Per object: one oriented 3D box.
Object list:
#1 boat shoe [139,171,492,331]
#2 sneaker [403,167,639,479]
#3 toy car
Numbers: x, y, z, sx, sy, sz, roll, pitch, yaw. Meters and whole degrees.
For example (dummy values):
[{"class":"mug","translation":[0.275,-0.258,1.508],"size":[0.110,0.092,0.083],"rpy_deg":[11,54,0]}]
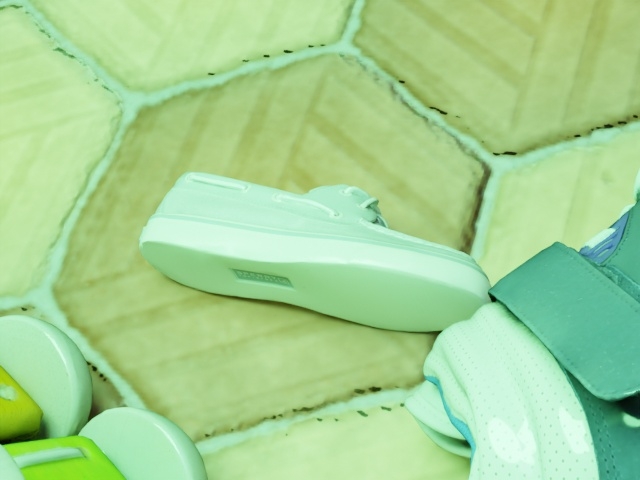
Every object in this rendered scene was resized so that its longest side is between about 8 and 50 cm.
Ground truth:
[{"class":"boat shoe","translation":[0.000,0.000,0.596],"size":[0.184,0.066,0.063],"rpy_deg":[6,60,26]},{"class":"sneaker","translation":[0.143,0.010,0.519],"size":[0.236,0.130,0.322],"rpy_deg":[-18,31,24]},{"class":"toy car","translation":[-0.153,0.118,0.513],"size":[0.182,0.159,0.136],"rpy_deg":[33,104,26]}]
